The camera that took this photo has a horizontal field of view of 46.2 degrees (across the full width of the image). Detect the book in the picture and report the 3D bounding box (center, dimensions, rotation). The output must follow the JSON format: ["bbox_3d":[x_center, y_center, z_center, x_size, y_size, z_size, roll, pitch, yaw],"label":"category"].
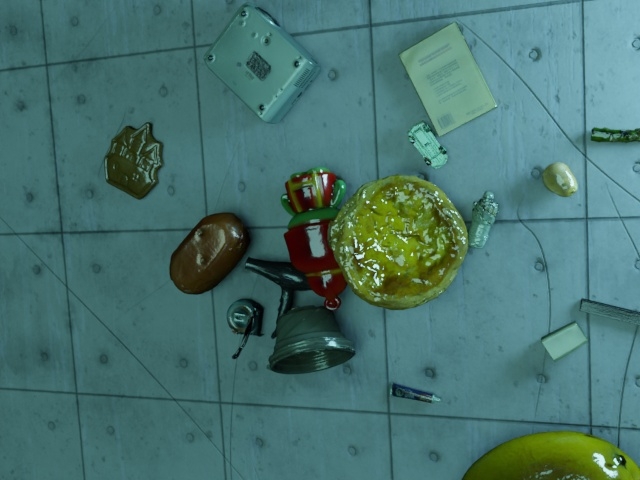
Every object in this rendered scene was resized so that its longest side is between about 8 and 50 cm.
[{"bbox_3d":[0.305,-0.387,1.813,0.161,0.026,0.231,-26,87,20],"label":"book"}]

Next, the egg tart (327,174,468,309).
[{"bbox_3d":[0.188,0.002,1.819,0.341,0.129,0.341,0,91,-4],"label":"egg tart"}]

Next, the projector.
[{"bbox_3d":[-0.151,-0.457,1.928,0.250,0.108,0.198,46,108,10],"label":"projector"}]

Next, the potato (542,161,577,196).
[{"bbox_3d":[0.554,-0.139,1.733,0.083,0.062,0.068,64,144,33],"label":"potato"}]

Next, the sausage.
[{"bbox_3d":[-0.304,0.038,2.028,0.153,0.141,0.268,47,110,10],"label":"sausage"}]

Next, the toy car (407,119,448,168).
[{"bbox_3d":[0.265,-0.234,1.842,0.059,0.035,0.122,-37,92,20],"label":"toy car"}]

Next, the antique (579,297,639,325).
[{"bbox_3d":[0.701,0.172,1.741,0.192,0.015,0.031,14,102,19],"label":"antique"}]

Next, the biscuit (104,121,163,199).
[{"bbox_3d":[-0.528,-0.237,2.133,0.182,0.034,0.215,27,105,15],"label":"biscuit"}]

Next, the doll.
[{"bbox_3d":[0.000,0.000,1.901,0.182,0.160,0.363,-11,93,17],"label":"doll"}]

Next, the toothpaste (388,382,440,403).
[{"bbox_3d":[0.242,0.398,1.936,0.139,0.021,0.037,9,98,22],"label":"toothpaste"}]

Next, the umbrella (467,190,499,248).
[{"bbox_3d":[0.391,-0.049,1.809,0.067,0.062,0.144,25,108,47],"label":"umbrella"}]

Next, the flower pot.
[{"bbox_3d":[-0.032,0.251,1.933,0.235,0.235,0.141,-21,68,21],"label":"flower pot"}]

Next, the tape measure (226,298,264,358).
[{"bbox_3d":[-0.223,0.229,2.011,0.107,0.180,0.104,8,116,18],"label":"tape measure"}]

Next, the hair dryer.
[{"bbox_3d":[-0.121,0.159,2.004,0.195,0.075,0.219,14,101,10],"label":"hair dryer"}]

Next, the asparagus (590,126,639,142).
[{"bbox_3d":[0.696,-0.238,1.685,0.165,0.030,0.036,1,70,21],"label":"asparagus"}]

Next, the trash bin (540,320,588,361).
[{"bbox_3d":[0.579,0.237,1.780,0.092,0.043,0.061,-35,84,19],"label":"trash bin"}]

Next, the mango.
[{"bbox_3d":[0.529,0.601,1.759,0.445,0.220,0.301,-21,95,31],"label":"mango"}]
